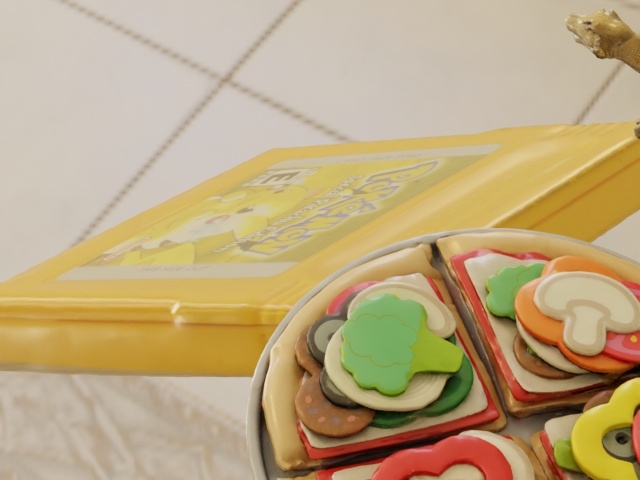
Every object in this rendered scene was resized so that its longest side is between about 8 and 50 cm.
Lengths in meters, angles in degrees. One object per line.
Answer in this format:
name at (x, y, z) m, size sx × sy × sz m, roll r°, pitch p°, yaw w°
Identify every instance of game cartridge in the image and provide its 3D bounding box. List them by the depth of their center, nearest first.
game cartridge at (0.000, 0.000, 1.036) m, size 0.323 × 0.053 × 0.285 m, roll -5°, pitch 18°, yaw 45°

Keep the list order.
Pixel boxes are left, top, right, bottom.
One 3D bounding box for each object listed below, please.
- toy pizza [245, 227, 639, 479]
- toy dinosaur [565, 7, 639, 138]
toy pizza at (0.073, 0.064, 0.665) m, size 0.201 × 0.032 × 0.201 m, roll 2°, pitch 48°, yaw -2°
toy dinosaur at (0.192, -0.066, 0.753) m, size 0.183 × 0.093 × 0.053 m, roll -2°, pitch 43°, yaw 20°
